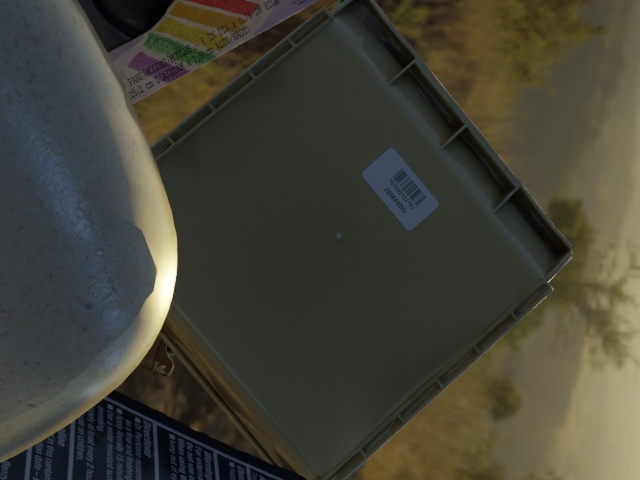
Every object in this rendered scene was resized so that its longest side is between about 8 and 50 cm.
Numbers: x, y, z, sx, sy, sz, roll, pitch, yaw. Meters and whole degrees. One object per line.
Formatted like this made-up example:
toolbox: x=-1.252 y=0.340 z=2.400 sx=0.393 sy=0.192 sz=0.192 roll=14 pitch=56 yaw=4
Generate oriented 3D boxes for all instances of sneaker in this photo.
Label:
sneaker: x=-0.129 y=0.084 z=1.343 sx=0.188 sy=0.071 sz=0.066 roll=-32 pitch=159 yaw=-48

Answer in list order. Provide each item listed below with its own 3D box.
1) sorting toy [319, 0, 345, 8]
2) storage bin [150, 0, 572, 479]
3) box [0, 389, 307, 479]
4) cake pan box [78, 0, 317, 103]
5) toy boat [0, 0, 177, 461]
sorting toy: x=0.017 y=-0.241 z=1.350 sx=0.083 sy=0.012 sz=0.062 roll=44 pitch=-24 yaw=55
storage bin: x=0.000 y=0.000 z=0.960 sx=0.260 sy=0.262 sz=0.123 roll=-40 pitch=-175 yaw=-12
box: x=-0.157 y=0.231 z=0.711 sx=0.294 sy=0.183 sz=0.296 roll=30 pitch=29 yaw=-26
cake pan box: x=-0.134 y=-0.281 z=1.231 sx=0.070 sy=0.267 sz=0.246 roll=57 pitch=-6 yaw=46
toy boat: x=-0.220 y=-0.016 z=0.411 sx=0.148 sy=0.318 sz=0.267 roll=-107 pitch=171 yaw=-55
